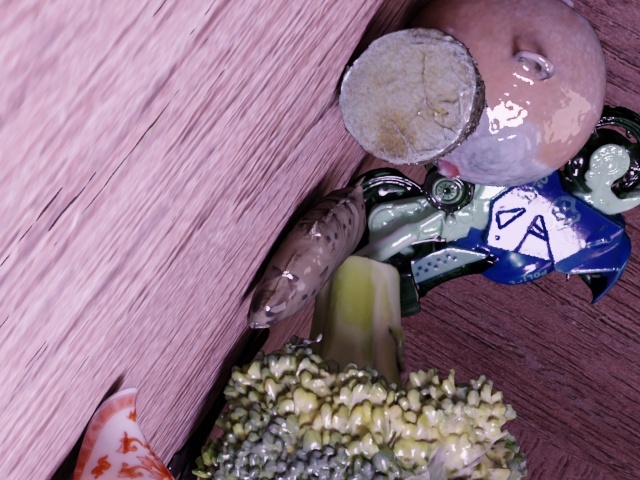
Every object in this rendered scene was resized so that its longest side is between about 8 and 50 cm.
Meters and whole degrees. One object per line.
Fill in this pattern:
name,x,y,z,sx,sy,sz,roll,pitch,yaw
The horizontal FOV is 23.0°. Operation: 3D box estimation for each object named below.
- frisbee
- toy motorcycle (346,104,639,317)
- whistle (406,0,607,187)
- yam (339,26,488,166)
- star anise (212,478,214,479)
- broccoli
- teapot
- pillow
frisbee,-0.111,0.187,1.419,0.211,0.012,0.187,-64,174,22
toy motorcycle,0.177,-0.014,1.553,0.125,0.331,0.196,-92,166,-66
whistle,0.137,-0.127,1.392,0.189,0.189,0.348,-61,-173,-5
yam,0.072,-0.104,1.164,0.107,0.107,0.183,-62,172,8
star anise,-0.064,0.215,1.739,0.172,0.063,0.208,-64,174,13
broccoli,0.068,0.181,1.399,0.375,0.249,0.302,21,88,-43
teapot,-0.139,0.210,0.880,0.245,0.116,0.159,-54,-176,-13
pillow,0.000,0.000,1.299,0.093,0.051,0.241,-64,172,25
